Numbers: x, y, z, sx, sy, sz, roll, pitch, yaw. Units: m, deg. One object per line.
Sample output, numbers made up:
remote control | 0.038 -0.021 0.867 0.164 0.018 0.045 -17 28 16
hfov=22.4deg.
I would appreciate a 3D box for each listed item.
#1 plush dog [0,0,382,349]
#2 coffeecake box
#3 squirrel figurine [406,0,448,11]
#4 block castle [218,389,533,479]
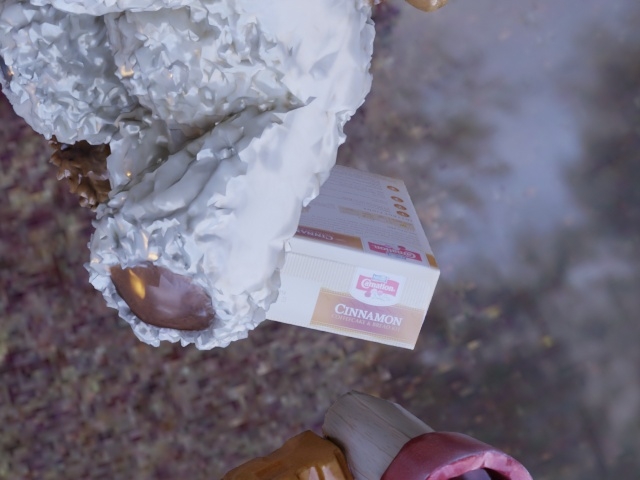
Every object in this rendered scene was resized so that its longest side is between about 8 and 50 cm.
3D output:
plush dog | -0.083 -0.109 0.762 0.210 0.225 0.262 -37 123 -32
coffeecake box | 0.000 0.000 1.212 0.142 0.185 0.068 13 110 -11
squirrel figurine | 0.082 -0.414 1.521 0.281 0.397 0.370 -28 -172 -13
block castle | -0.063 0.316 0.915 0.453 0.213 0.303 -25 113 -17
